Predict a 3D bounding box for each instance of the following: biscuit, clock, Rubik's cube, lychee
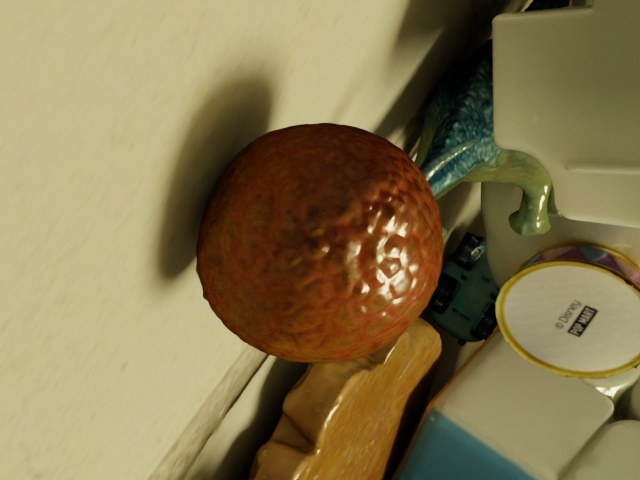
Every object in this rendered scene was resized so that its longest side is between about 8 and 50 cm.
[{"bbox_3d":[0.005,0.130,1.172,0.202,0.044,0.288,-62,164,-1],"label":"biscuit"},{"bbox_3d":[0.165,-0.152,1.042,0.231,0.116,0.262,-36,127,-70],"label":"clock"},{"bbox_3d":[0.217,0.203,1.365,0.291,0.290,0.292,-43,160,-43],"label":"Rubik's cube"},{"bbox_3d":[0.004,0.001,0.840,0.114,0.101,0.140,-59,165,-16],"label":"lychee"}]

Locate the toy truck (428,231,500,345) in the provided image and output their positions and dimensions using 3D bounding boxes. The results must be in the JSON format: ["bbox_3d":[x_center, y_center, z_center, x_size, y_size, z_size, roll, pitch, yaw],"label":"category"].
[{"bbox_3d":[0.105,0.035,1.355,0.073,0.056,0.090,-56,178,-6],"label":"toy truck"}]

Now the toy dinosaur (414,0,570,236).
[{"bbox_3d":[0.098,-0.068,1.117,0.363,0.076,0.147,-53,149,-49],"label":"toy dinosaur"}]

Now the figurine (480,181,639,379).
[{"bbox_3d":[0.191,-0.036,1.279,0.142,0.189,0.263,-54,-171,45],"label":"figurine"}]
